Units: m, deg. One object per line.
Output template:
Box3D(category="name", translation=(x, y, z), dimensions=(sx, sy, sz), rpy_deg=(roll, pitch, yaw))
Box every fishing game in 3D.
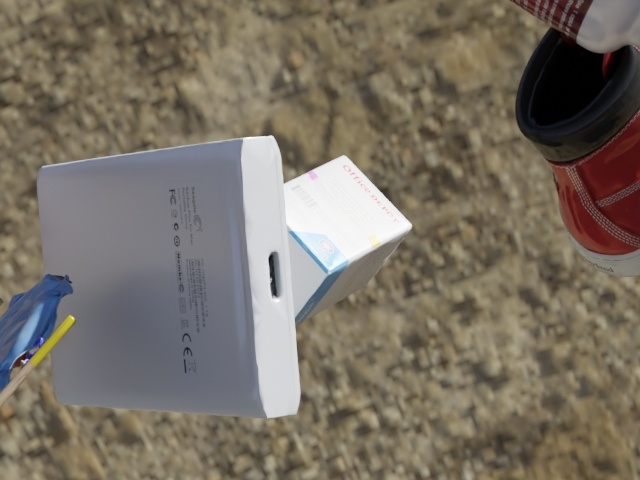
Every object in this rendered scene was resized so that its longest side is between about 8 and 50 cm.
Box3D(category="fishing game", translation=(-0.253, 0.099, 1.437), dimensions=(0.189, 0.041, 0.264), rpy_deg=(-50, 17, -17))

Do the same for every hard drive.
Box3D(category="hard drive", translation=(-0.127, 0.032, 1.453), dimensions=(0.040, 0.203, 0.307), rpy_deg=(-5, 1, -36))

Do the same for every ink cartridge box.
Box3D(category="ink cartridge box", translation=(0.000, 0.000, 1.603), dimensions=(0.092, 0.090, 0.143), rpy_deg=(48, 40, 14))

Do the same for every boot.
Box3D(category="boot", translation=(0.206, -0.116, 1.027), dimensions=(0.088, 0.176, 0.244), rpy_deg=(30, 74, 37))

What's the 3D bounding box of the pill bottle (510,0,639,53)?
Box3D(category="pill bottle", translation=(0.120, -0.142, 0.869), dimensions=(0.152, 0.086, 0.086), rpy_deg=(35, 60, 11))
